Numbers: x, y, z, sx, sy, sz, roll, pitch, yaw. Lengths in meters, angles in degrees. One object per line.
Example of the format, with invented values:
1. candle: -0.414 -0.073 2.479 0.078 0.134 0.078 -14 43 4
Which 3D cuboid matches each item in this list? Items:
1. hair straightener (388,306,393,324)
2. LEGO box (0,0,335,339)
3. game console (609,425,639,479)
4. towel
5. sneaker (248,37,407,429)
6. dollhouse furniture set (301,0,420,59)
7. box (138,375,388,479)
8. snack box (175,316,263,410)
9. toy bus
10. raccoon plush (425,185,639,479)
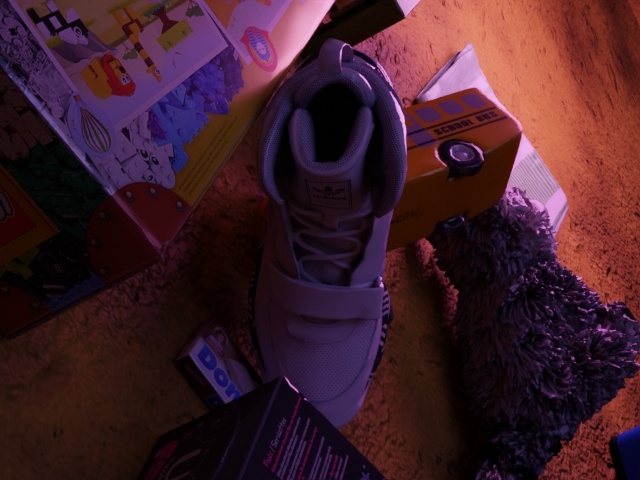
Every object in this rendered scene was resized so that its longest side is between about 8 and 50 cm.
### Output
1. hair straightener: 0.040 -0.003 1.316 0.089 0.047 0.230 10 56 -52
2. LEGO box: -0.215 -0.227 0.955 0.372 0.193 0.500 51 35 -19
3. game console: 0.555 0.415 1.648 0.173 0.250 0.293 -1 66 -26
4. towel: 0.276 -0.131 1.734 0.325 0.038 0.248 57 34 -12
5. sneaker: 0.000 0.000 0.987 0.210 0.137 0.366 -15 110 -87
6. dollhouse furniture set: 0.042 -0.387 1.467 0.198 0.151 0.301 55 33 -14
7. box: -0.075 0.253 0.858 0.142 0.163 0.247 48 35 -18
8. snack box: -0.068 0.161 1.060 0.178 0.022 0.064 55 33 -15
9. toy bus: 0.071 -0.064 1.231 0.332 0.108 0.130 -20 51 -29
10. raccoon plush: 0.212 0.111 1.344 0.299 0.216 0.446 47 36 -13
